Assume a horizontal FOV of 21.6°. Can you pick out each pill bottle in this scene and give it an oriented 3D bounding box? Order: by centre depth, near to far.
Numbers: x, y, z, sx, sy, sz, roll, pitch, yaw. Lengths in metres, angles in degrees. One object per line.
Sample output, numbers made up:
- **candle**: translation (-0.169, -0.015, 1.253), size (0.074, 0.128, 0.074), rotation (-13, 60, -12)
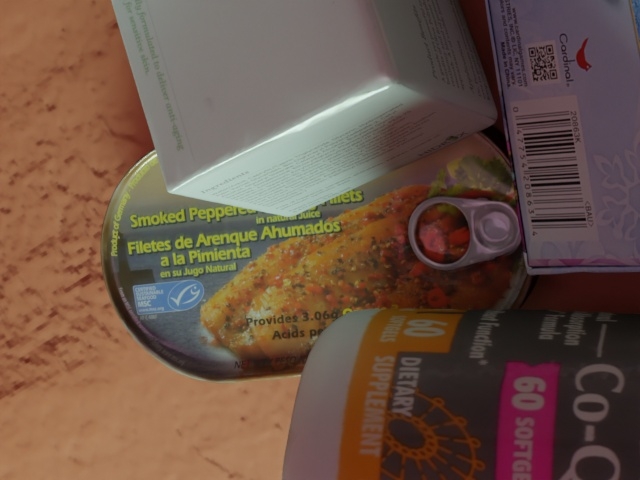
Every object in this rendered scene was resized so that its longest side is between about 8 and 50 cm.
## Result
- **pill bottle**: translation (0.136, 0.105, 0.585), size (0.278, 0.162, 0.162), rotation (0, 99, 13)

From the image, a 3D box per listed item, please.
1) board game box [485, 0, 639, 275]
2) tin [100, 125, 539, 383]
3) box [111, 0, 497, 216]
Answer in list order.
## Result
- **board game box**: translation (0.171, -0.149, 0.506), size (0.318, 0.066, 0.319), rotation (0, 102, 52)
- **tin**: translation (0.000, 0.000, 0.692), size (0.189, 0.040, 0.106), rotation (-6, 101, 21)
- **box**: translation (-0.008, -0.075, 0.619), size (0.102, 0.087, 0.101), rotation (-25, 73, 25)
